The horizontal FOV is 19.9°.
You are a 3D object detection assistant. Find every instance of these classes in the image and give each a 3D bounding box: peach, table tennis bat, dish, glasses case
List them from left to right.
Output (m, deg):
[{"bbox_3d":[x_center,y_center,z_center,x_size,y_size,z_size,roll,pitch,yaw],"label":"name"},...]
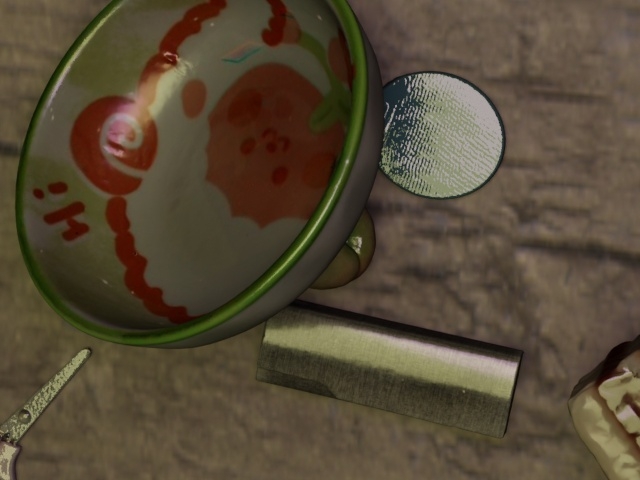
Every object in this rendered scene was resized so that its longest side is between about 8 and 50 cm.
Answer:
[{"bbox_3d":[-0.072,-0.057,1.401,0.324,0.124,0.324,-15,62,30],"label":"dish"},{"bbox_3d":[0.002,-0.001,1.445,0.083,0.083,0.083,1,94,9],"label":"peach"},{"bbox_3d":[0.054,0.100,1.458,0.205,0.047,0.071,13,97,8],"label":"glasses case"},{"bbox_3d":[0.072,-0.091,1.455,0.155,0.019,0.100,22,98,5],"label":"table tennis bat"}]

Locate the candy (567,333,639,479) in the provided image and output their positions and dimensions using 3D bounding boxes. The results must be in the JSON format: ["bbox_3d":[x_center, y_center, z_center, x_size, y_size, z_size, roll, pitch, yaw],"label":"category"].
[{"bbox_3d":[0.318,0.203,1.355,0.135,0.179,0.321,-37,88,9],"label":"candy"}]

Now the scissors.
[{"bbox_3d":[-0.257,0.157,1.532,0.100,0.015,0.189,44,98,2],"label":"scissors"}]
